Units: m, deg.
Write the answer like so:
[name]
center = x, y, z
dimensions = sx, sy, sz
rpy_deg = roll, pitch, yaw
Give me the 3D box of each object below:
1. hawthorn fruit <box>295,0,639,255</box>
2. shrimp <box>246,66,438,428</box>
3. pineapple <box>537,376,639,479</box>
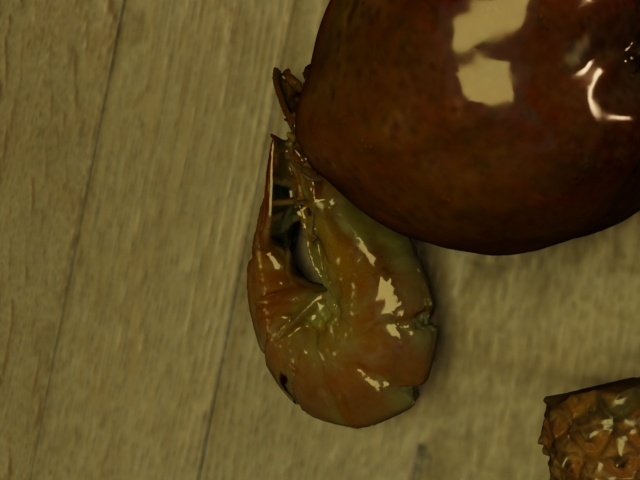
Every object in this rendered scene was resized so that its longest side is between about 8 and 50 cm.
[hawthorn fruit]
center = 0.082, -0.095, 0.522
dimensions = 0.248, 0.208, 0.208
rpy_deg = 0, 86, 43
[shrimp]
center = -0.001, 0.000, 0.621
dimensions = 0.145, 0.061, 0.267
rpy_deg = -21, 79, 33
[pineapple]
center = 0.206, 0.194, 0.478
dimensions = 0.125, 0.125, 0.251
rpy_deg = -18, 84, 24
